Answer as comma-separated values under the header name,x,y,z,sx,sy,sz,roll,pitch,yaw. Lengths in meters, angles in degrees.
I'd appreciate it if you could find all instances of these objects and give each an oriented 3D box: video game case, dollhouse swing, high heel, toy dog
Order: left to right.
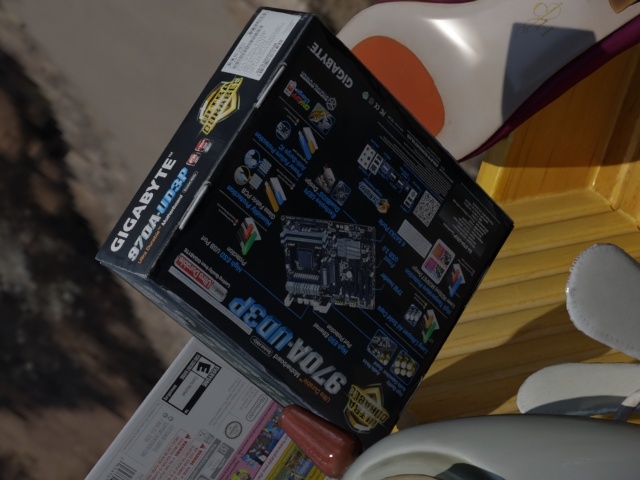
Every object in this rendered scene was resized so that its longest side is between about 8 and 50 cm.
name,x,y,z,sx,sy,sz,roll,pitch,yaw
video game case,-0.073,0.200,1.391,0.193,0.212,0.023,32,144,6
toy dog,0.114,0.096,0.961,0.161,0.334,0.220,53,146,21
high heel,0.155,-0.153,1.221,0.377,0.181,0.127,-23,95,46
dollhouse swing,0.182,-0.039,1.230,0.305,0.315,0.347,5,-157,-29

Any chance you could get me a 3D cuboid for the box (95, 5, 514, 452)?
name,x,y,z,sx,sy,sz,roll,pitch,yaw
box,0.000,0.000,1.033,0.051,0.175,0.220,17,161,48
